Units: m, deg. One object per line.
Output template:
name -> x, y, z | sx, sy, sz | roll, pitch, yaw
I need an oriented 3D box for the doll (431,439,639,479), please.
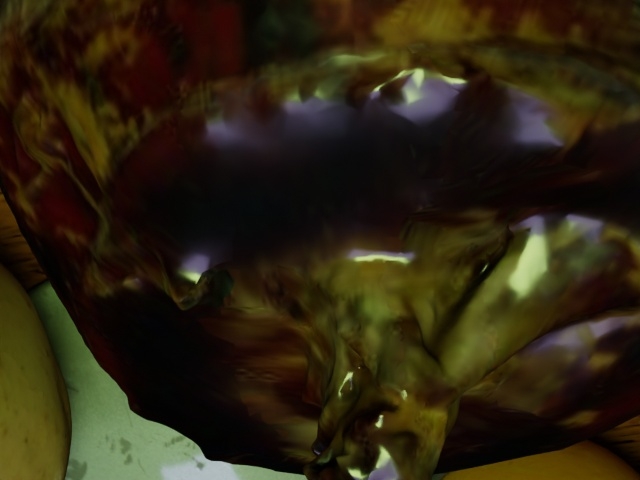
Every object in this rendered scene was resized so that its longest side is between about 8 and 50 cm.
doll -> 0.170, 0.217, 1.048 | 0.236, 0.213, 0.213 | -26, 157, -31

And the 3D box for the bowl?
bowl -> -0.077, 0.156, 1.014 | 0.313, 0.146, 0.313 | 4, 144, 3

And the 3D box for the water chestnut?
water chestnut -> 0.025, -0.019, 0.627 | 0.350, 0.302, 0.350 | 0, 144, 0

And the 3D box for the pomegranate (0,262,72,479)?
pomegranate -> -0.306, 0.123, 0.844 | 0.338, 0.338, 0.338 | 3, 144, 2
